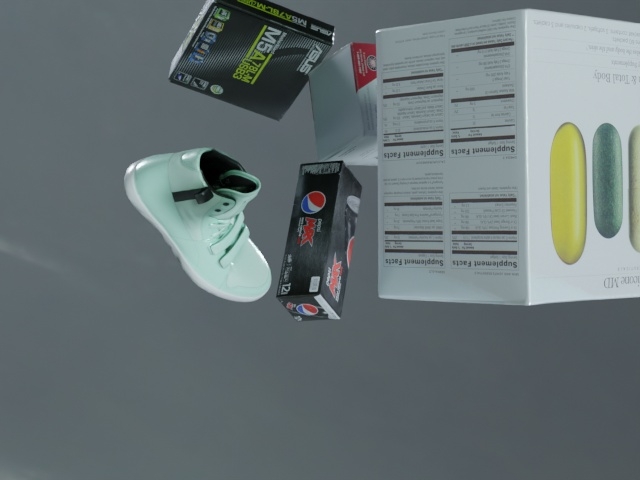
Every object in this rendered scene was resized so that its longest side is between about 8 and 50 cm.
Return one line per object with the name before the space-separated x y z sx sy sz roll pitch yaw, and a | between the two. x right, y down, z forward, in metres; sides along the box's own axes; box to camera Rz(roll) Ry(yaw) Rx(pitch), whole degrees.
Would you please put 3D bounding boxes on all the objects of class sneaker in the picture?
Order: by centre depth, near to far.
sneaker | -0.114 -0.015 1.827 0.151 0.094 0.256 -12 -47 41

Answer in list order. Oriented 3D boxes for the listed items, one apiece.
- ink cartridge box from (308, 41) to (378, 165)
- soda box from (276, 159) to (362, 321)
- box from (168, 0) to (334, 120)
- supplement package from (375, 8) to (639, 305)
ink cartridge box | 0.094 -0.173 1.889 0.176 0.128 0.127 -1 -14 -29
soda box | 0.000 0.000 1.560 0.053 0.169 0.060 -5 -32 25
box | -0.101 -0.268 2.104 0.184 0.191 0.045 21 50 -17
supplement package | 0.190 -0.075 1.407 0.199 0.263 0.198 -1 1 -41
